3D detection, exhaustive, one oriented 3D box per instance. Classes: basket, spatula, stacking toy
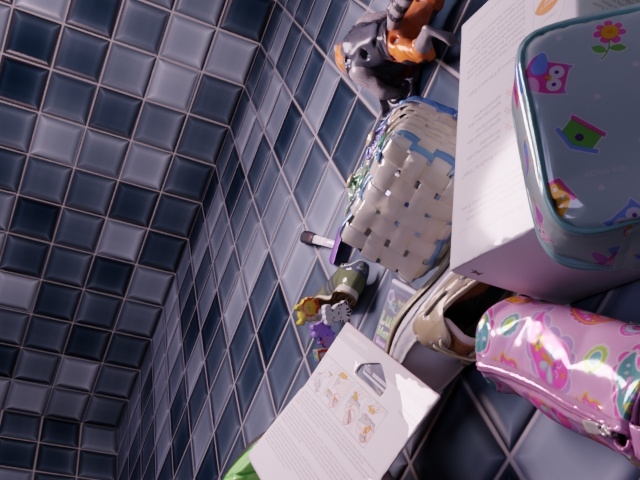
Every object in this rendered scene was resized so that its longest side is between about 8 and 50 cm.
[{"bbox_3d":[0.160,-0.093,1.123,0.289,0.201,0.255,-36,-24,-57],"label":"basket"},{"bbox_3d":[0.000,0.000,1.682,0.296,0.030,0.084,-164,91,-70],"label":"spatula"},{"bbox_3d":[0.015,0.213,1.412,0.167,0.052,0.221,167,94,-69],"label":"stacking toy"}]

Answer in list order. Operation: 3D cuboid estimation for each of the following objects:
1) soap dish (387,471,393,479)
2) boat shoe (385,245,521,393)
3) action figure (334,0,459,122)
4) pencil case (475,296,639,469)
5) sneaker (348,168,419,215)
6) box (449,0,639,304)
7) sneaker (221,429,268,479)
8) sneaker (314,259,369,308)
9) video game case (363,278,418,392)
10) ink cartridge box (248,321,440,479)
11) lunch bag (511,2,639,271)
[{"bbox_3d":[0.028,0.460,1.153,0.229,0.118,0.291,-135,62,-67],"label":"soap dish"},{"bbox_3d":[0.177,0.112,1.026,0.103,0.113,0.302,-106,37,-64],"label":"boat shoe"},{"bbox_3d":[0.137,-0.415,1.434,0.330,0.178,0.342,-24,55,52],"label":"action figure"},{"bbox_3d":[0.265,0.135,0.767,0.284,0.124,0.124,-157,83,-70],"label":"pencil case"},{"bbox_3d":[0.102,-0.078,1.403,0.211,0.080,0.081,-7,66,69],"label":"sneaker"},{"bbox_3d":[0.278,-0.131,0.860,0.215,0.168,0.346,-36,42,59],"label":"box"},{"bbox_3d":[-0.132,0.486,1.424,0.202,0.185,0.483,-99,27,-51],"label":"sneaker"},{"bbox_3d":[0.047,0.086,1.470,0.086,0.064,0.192,-60,7,-18],"label":"sneaker"},{"bbox_3d":[0.133,0.165,1.229,0.190,0.022,0.173,-150,77,-69],"label":"video game case"},{"bbox_3d":[0.036,0.277,1.065,0.261,0.066,0.296,-52,24,-3],"label":"ink cartridge box"},{"bbox_3d":[0.305,-0.099,0.633,0.108,0.279,0.224,67,-164,-63],"label":"lunch bag"}]
